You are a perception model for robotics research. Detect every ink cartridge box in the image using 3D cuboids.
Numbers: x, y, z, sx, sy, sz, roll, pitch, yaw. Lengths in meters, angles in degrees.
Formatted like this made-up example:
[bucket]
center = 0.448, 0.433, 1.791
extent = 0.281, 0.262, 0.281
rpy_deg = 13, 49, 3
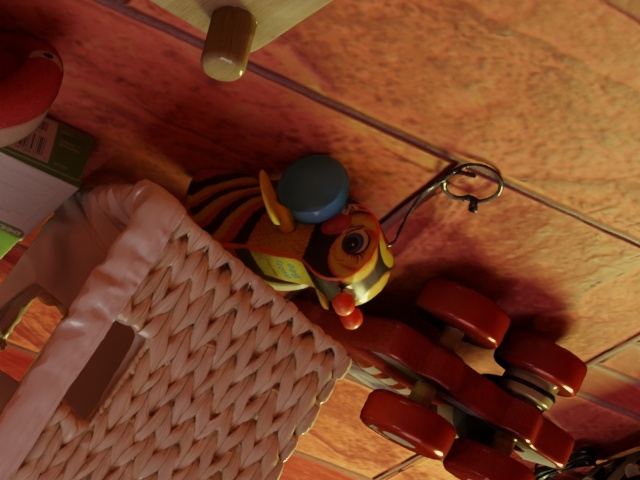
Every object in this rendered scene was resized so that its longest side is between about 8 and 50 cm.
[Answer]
[ink cartridge box]
center = -0.323, -0.061, 1.767
extent = 0.109, 0.062, 0.209
rpy_deg = 25, 148, -22

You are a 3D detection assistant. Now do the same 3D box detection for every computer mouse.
[computer mouse]
center = 0.242, 0.242, 2.109
extent = 0.193, 0.042, 0.106
rpy_deg = 32, 146, -32

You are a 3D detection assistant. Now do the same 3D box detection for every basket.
[basket]
center = -0.190, 0.146, 1.681
extent = 0.266, 0.328, 0.331
rpy_deg = 36, 169, -17

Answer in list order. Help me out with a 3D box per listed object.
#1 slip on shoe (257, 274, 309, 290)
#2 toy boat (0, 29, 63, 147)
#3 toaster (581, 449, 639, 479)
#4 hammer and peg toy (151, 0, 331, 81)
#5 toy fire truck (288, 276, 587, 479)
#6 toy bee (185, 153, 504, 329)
[slip on shoe]
center = -0.065, 0.014, 1.824
extent = 0.135, 0.051, 0.041
rpy_deg = 16, 139, 4
[toy boat]
center = -0.331, -0.181, 1.518
extent = 0.231, 0.151, 0.151
rpy_deg = 20, 120, -14
[toaster]
center = 0.397, 0.342, 2.081
extent = 0.168, 0.110, 0.185
rpy_deg = -28, 91, 50
[hammer and peg toy]
center = -0.044, -0.261, 1.256
extent = 0.266, 0.127, 0.361
rpy_deg = 29, 146, -28
[toy fire truck]
center = 0.124, 0.155, 1.915
extent = 0.302, 0.169, 0.254
rpy_deg = 33, 168, -32
[toy bee]
center = 0.000, 0.000, 1.661
extent = 0.298, 0.162, 0.195
rpy_deg = -14, 140, 38
